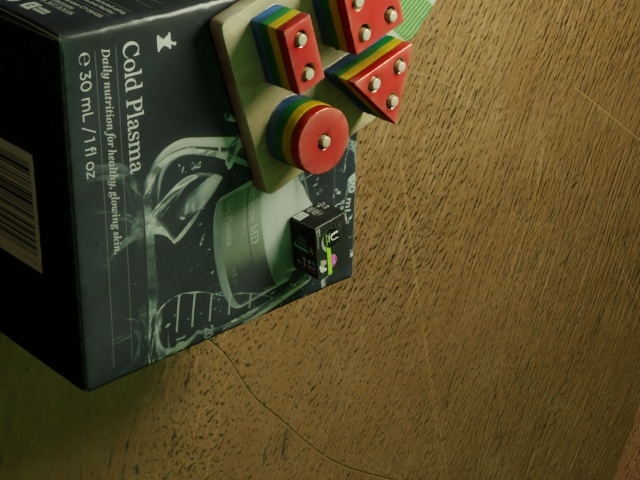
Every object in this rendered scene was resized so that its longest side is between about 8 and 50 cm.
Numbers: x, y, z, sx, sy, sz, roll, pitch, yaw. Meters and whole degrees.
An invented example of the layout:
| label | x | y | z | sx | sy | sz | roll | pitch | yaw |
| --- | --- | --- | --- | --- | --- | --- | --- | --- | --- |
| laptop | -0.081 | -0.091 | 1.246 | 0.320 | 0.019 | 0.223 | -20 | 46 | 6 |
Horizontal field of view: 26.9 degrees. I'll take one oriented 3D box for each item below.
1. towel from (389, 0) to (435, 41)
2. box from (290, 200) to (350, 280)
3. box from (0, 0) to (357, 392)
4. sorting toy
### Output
| label | x | y | z | sx | sy | sz | roll | pitch | yaw |
| --- | --- | --- | --- | --- | --- | --- | --- | --- | --- |
| towel | 0.052 | -0.336 | 2.133 | 0.248 | 0.038 | 0.325 | 32 | 89 | -48 |
| box | 0.000 | 0.000 | 1.808 | 0.062 | 0.052 | 0.083 | -30 | 129 | -34 |
| box | -0.213 | -0.131 | 1.782 | 0.472 | 0.297 | 0.480 | -24 | 126 | -38 |
| sorting toy | 0.012 | -0.216 | 1.678 | 0.257 | 0.089 | 0.255 | -38 | 133 | -28 |
